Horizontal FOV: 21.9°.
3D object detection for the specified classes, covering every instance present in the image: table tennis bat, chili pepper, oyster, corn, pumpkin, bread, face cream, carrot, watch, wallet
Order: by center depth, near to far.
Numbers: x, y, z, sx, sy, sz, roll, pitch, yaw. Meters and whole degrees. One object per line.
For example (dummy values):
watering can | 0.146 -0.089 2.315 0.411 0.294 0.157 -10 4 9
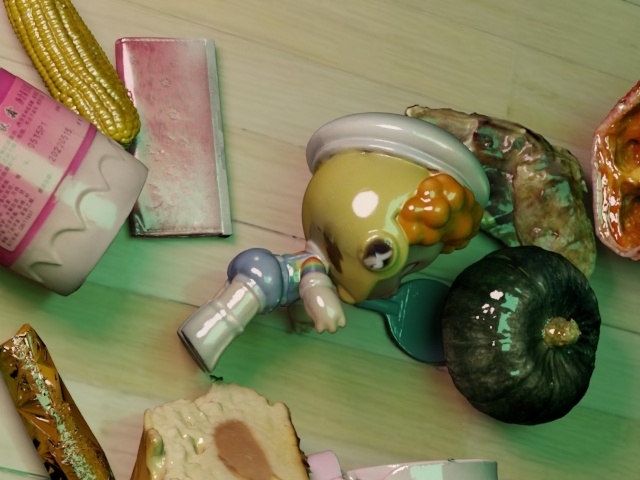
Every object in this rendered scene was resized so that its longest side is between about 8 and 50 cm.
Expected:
face cream | -0.301 -0.060 1.710 0.195 0.175 0.175 32 67 -13
bread | -0.100 0.229 1.713 0.183 0.224 0.211 8 67 -17
carrot | -0.276 0.197 1.726 0.069 0.069 0.229 -26 88 -27
watch | 0.094 0.316 1.765 0.231 0.244 0.196 0 78 -17
corn | -0.274 -0.196 1.808 0.080 0.080 0.231 -29 86 -27
wallet | -0.167 -0.117 1.866 0.119 0.025 0.232 -1 79 -25
pumpkin | 0.238 0.110 1.919 0.211 0.152 0.212 -5 101 -29
table tennis bat | 0.110 0.089 1.948 0.155 0.019 0.100 17 73 -22
oyster | 0.223 -0.066 2.000 0.294 0.094 0.166 28 77 -10
chili pepper | 0.496 -0.099 2.027 0.305 0.229 0.251 -9 98 -39

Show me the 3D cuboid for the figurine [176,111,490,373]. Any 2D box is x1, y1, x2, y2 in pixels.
figurine | 0.005 -0.003 1.809 0.382 0.224 0.205 -36 91 -26
